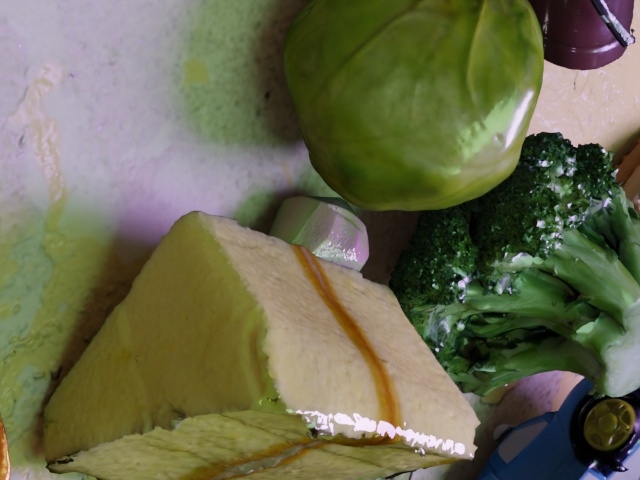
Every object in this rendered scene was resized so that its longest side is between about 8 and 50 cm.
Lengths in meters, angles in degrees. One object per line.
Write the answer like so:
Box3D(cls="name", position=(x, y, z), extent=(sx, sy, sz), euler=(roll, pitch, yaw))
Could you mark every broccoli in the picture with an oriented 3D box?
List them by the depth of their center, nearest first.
Box3D(cls="broccoli", position=(0.191, 0.038, 1.584), extent=(0.265, 0.245, 0.294), euler=(-55, 139, 4))

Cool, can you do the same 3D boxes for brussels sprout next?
Box3D(cls="brussels sprout", position=(0.075, -0.126, 1.420), extent=(0.223, 0.223, 0.161), euler=(-65, 153, -1))

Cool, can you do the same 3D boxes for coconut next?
Box3D(cls="coconut", position=(0.000, 0.000, 1.490), extent=(0.081, 0.083, 0.082), euler=(-62, 151, -27))

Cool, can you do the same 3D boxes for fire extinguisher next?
Box3D(cls="fire extinguisher", position=(0.230, -0.285, 1.498), extent=(0.105, 0.141, 0.341), euler=(-24, 143, -18))

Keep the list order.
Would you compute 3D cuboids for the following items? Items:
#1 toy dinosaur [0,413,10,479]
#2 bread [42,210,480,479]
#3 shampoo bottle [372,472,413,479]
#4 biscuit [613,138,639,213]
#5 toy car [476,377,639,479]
Box3D(cls="toy dinosaur", position=(-0.248, 0.254, 1.361), extent=(0.117, 0.070, 0.288), euler=(-29, 121, -34))
Box3D(cls="bread", position=(-0.047, 0.150, 1.401), extent=(0.263, 0.198, 0.236), euler=(22, 118, -45))
Box3D(cls="shampoo bottle", position=(0.011, 0.274, 1.606), extent=(0.101, 0.101, 0.284), euler=(3, 106, -46))
Box3D(cls="biscuit", position=(0.354, 0.003, 1.854), extent=(0.259, 0.079, 0.259), euler=(-21, 122, -38))
Box3D(cls="toy car", position=(0.247, 0.236, 1.779), extent=(0.314, 0.166, 0.198), euler=(-49, 138, 6))
